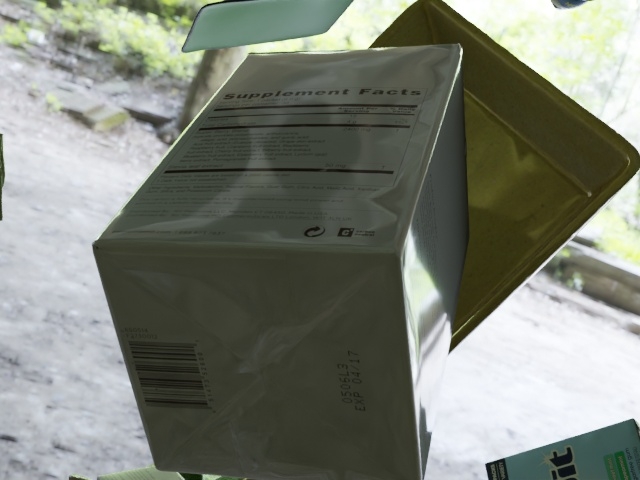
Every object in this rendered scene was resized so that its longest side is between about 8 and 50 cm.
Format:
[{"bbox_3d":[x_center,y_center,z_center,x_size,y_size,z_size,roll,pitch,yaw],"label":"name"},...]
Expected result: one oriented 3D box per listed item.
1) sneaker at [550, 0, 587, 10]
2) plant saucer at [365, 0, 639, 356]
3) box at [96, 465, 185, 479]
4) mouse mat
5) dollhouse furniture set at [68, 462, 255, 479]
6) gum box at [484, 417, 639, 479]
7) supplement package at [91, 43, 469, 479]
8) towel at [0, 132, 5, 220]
[{"bbox_3d":[0.214,-0.284,0.901,0.053,0.144,0.059,-29,-1,-17],"label":"sneaker"},{"bbox_3d":[0.091,-0.033,0.906,0.081,0.333,0.332,37,11,-48],"label":"plant saucer"},{"bbox_3d":[-0.181,0.305,0.986,0.087,0.101,0.101,-4,15,-32],"label":"box"},{"bbox_3d":[-0.059,-0.252,1.071,0.190,0.007,0.152,-11,-5,-19],"label":"mouse mat"},{"bbox_3d":[-0.186,0.336,1.343,0.198,0.151,0.302,2,16,41],"label":"dollhouse furniture set"},{"bbox_3d":[0.284,0.299,1.031,0.041,0.184,0.157,37,37,-45],"label":"gum box"},{"bbox_3d":[0.000,0.000,0.643,0.175,0.177,0.293,1,31,15],"label":"supplement package"},{"bbox_3d":[-0.406,-0.070,0.977,0.148,0.110,0.027,5,-17,-25],"label":"towel"}]
